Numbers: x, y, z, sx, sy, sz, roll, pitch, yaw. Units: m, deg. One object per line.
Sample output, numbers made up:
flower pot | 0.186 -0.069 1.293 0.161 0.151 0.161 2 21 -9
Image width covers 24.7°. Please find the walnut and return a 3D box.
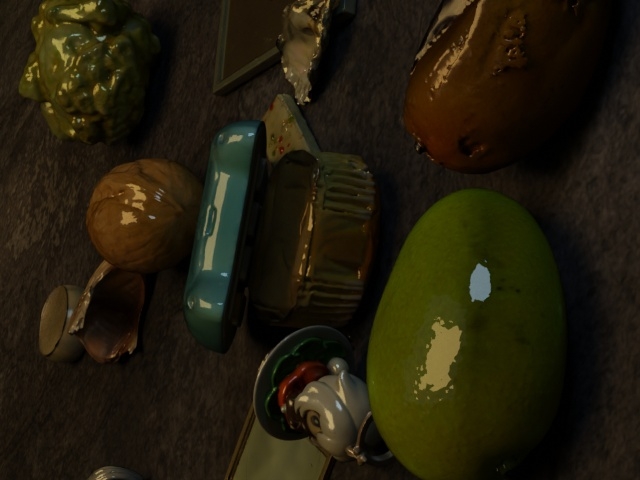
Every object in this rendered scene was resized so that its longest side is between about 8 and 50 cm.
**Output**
walnut | -0.227 -0.032 1.933 0.207 0.159 0.159 -9 70 60

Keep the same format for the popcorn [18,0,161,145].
popcorn | -0.349 -0.269 2.219 0.255 0.195 0.256 -46 59 50

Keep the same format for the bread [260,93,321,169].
bread | -0.037 -0.112 1.761 0.068 0.028 0.153 -57 35 27

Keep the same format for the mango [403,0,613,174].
mango | 0.172 -0.170 1.303 0.248 0.151 0.156 -61 -5 13

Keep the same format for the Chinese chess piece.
Chinese chess piece | -0.392 0.129 2.256 0.122 0.051 0.122 -38 44 49

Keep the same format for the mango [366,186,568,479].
mango | 0.129 0.078 1.260 0.185 0.149 0.273 -15 60 60

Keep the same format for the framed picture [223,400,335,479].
framed picture | -0.048 0.256 1.633 0.201 0.010 0.136 37 109 59

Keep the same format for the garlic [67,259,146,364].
garlic | -0.295 0.094 2.067 0.174 0.099 0.124 -63 12 14

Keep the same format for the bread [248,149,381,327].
bread | 0.000 0.000 1.560 0.132 0.114 0.190 8 92 63

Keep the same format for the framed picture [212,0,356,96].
framed picture | -0.045 -0.347 1.885 0.335 0.022 0.247 -22 59 55

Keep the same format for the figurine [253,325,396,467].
figurine | 0.024 0.166 1.454 0.154 0.132 0.132 28 103 48

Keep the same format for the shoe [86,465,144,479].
shoe | -0.296 0.395 1.918 0.207 0.092 0.106 -57 28 24

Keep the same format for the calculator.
calculator | -0.096 -0.002 1.624 0.386 0.055 0.256 64 -144 -84

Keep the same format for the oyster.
oyster | -0.023 -0.233 1.753 0.122 0.045 0.146 13 118 50
